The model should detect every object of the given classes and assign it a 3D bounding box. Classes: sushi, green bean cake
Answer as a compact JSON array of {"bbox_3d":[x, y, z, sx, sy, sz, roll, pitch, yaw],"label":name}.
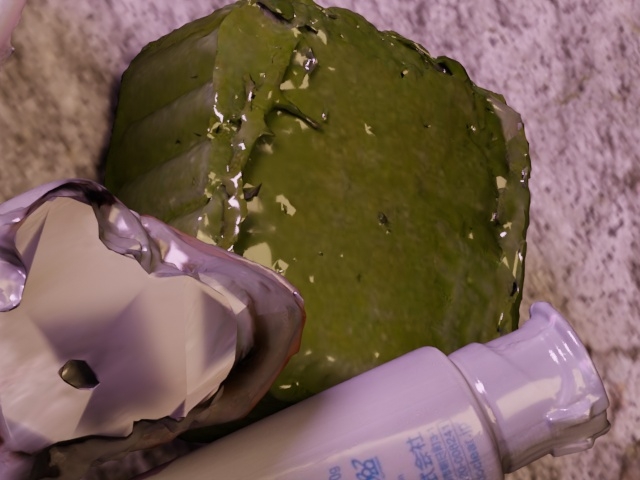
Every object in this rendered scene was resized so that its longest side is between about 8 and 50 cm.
[{"bbox_3d":[-0.159,0.063,0.690,0.332,0.130,0.124,-22,88,-11],"label":"sushi"},{"bbox_3d":[0.000,0.000,0.885,0.200,0.113,0.214,20,63,-31],"label":"green bean cake"}]

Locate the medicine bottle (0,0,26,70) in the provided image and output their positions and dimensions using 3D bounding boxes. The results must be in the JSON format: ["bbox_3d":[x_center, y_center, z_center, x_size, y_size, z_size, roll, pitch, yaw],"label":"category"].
[{"bbox_3d":[-0.258,-0.160,0.700,0.293,0.170,0.170,24,61,-31],"label":"medicine bottle"}]

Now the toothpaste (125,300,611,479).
[{"bbox_3d":[-0.022,0.117,0.775,0.299,0.073,0.114,-25,127,-11],"label":"toothpaste"}]
